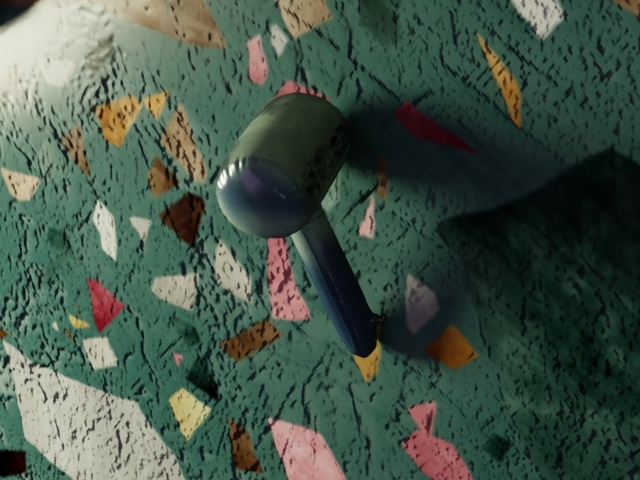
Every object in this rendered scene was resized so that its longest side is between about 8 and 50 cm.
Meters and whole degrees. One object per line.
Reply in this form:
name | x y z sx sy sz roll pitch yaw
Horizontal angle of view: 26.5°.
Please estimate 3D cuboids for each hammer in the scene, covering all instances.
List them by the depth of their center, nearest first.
hammer | 0.000 0.000 0.934 0.069 0.116 0.194 -11 120 28
